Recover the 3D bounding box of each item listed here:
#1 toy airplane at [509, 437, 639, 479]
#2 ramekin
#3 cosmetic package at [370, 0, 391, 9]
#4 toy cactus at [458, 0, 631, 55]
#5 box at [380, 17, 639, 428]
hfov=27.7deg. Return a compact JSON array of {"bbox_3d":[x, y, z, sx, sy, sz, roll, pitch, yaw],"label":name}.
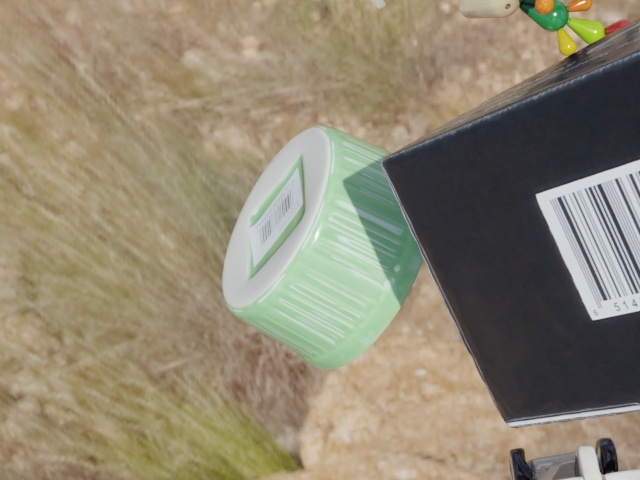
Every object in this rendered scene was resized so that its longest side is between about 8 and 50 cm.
[{"bbox_3d":[0.319,0.376,1.532,0.386,0.384,0.272,-16,77,47],"label":"toy airplane"},{"bbox_3d":[0.000,0.000,1.670,0.148,0.303,0.303,27,46,-22],"label":"ramekin"},{"bbox_3d":[0.081,-0.292,1.343,0.060,0.115,0.041,42,60,-13],"label":"cosmetic package"},{"bbox_3d":[0.239,-0.278,1.485,0.180,0.219,0.112,-6,68,45],"label":"toy cactus"},{"bbox_3d":[0.404,-0.088,1.148,0.472,0.297,0.480,-28,5,-37],"label":"box"}]
